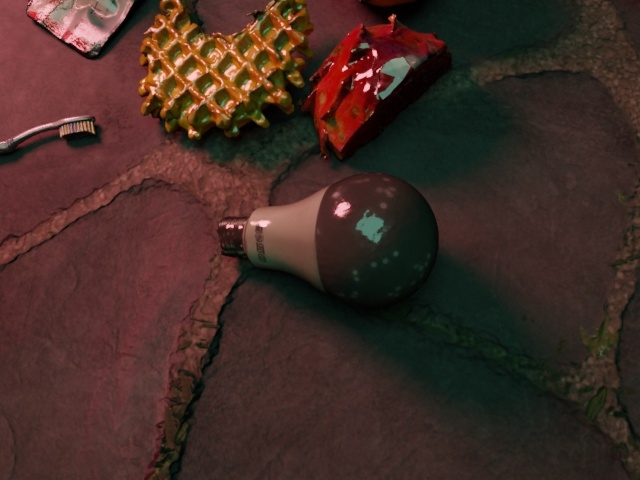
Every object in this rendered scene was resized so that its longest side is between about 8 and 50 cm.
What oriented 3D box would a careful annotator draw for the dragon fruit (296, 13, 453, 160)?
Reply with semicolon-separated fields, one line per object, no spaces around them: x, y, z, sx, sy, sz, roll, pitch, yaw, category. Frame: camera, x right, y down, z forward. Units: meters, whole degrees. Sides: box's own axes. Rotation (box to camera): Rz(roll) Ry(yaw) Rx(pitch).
0.067;-0.262;0.937;0.274;0.126;0.161;-42;76;-10;dragon fruit

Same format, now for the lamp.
0.006;0.017;0.852;0.314;0.182;0.182;-16;72;20;lamp

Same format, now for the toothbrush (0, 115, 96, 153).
-0.541;-0.142;0.984;0.375;0.028;0.037;-14;80;-2;toothbrush

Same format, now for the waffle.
-0.160;-0.281;0.965;0.293;0.069;0.260;3;75;16;waffle

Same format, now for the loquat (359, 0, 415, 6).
0.094;-0.487;0.947;0.244;0.244;0.244;-1;73;3;loquat

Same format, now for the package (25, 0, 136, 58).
-0.380;-0.437;1.060;0.166;0.040;0.232;36;79;11;package
